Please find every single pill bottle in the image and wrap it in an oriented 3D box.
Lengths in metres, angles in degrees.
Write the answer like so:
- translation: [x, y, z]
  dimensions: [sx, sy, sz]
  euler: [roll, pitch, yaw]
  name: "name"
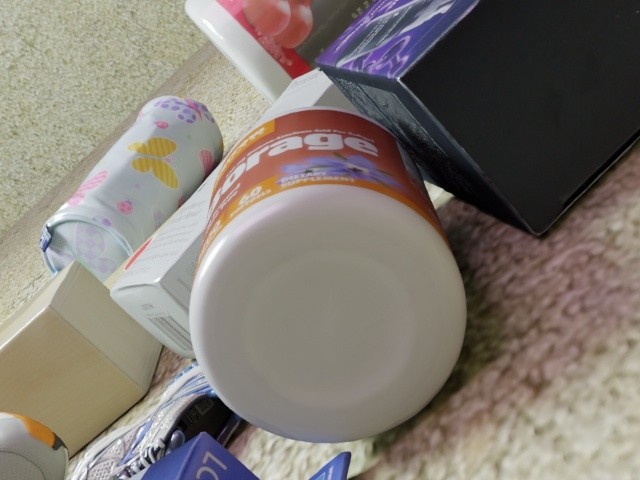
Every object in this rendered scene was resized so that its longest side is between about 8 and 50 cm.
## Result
- translation: [0.044, -0.261, 0.989]
  dimensions: [0.318, 0.176, 0.176]
  euler: [-44, 16, 2]
  name: "pill bottle"
- translation: [0.000, 0.000, 0.552]
  dimensions: [0.121, 0.121, 0.216]
  euler: [-41, 17, 12]
  name: "pill bottle"

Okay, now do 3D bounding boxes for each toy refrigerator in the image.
- translation: [-0.259, 0.144, 0.868]
  dimensions: [0.269, 0.102, 0.094]
  euler: [-40, 17, 17]
  name: "toy refrigerator"

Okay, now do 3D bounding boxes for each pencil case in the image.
- translation: [-0.200, -0.049, 1.181]
  dimensions: [0.124, 0.113, 0.273]
  euler: [-57, 5, 41]
  name: "pencil case"

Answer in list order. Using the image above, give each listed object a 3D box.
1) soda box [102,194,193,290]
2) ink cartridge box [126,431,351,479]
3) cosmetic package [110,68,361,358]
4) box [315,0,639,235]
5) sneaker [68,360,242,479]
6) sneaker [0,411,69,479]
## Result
- translation: [-0.109, 0.007, 0.916]
  dimensions: [0.181, 0.058, 0.061]
  euler: [-44, 16, 3]
  name: "soda box"
- translation: [-0.126, 0.204, 0.478]
  dimensions: [0.311, 0.065, 0.186]
  euler: [-33, 20, 30]
  name: "ink cartridge box"
- translation: [-0.035, -0.025, 0.771]
  dimensions: [0.231, 0.085, 0.117]
  euler: [-53, 18, -22]
  name: "cosmetic package"
- translation: [0.102, -0.107, 0.592]
  dimensions: [0.153, 0.108, 0.207]
  euler: [-45, 16, -1]
  name: "box"
- translation: [-0.091, 0.122, 0.605]
  dimensions: [0.135, 0.052, 0.058]
  euler: [-49, 21, -13]
  name: "sneaker"
- translation: [-0.252, 0.229, 0.688]
  dimensions: [0.262, 0.099, 0.121]
  euler: [-50, 23, 11]
  name: "sneaker"
